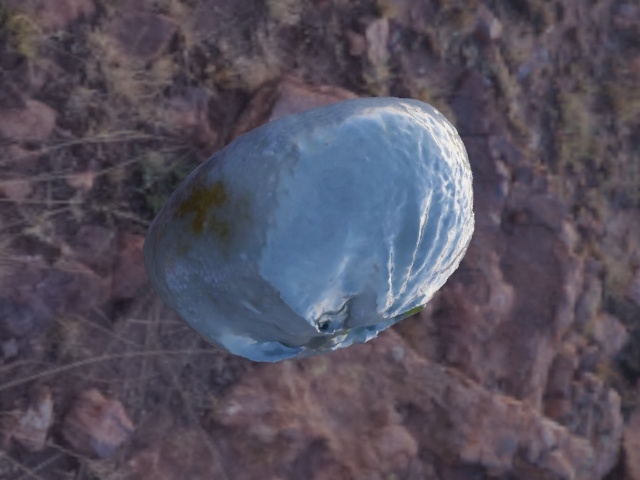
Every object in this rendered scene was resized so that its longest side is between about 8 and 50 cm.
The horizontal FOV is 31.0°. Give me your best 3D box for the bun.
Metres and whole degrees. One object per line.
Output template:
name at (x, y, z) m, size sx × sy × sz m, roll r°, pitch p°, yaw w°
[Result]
bun at (0.000, 0.000, 1.150) m, size 0.362 × 0.362 × 0.211 m, roll -1°, pitch 65°, yaw -51°
